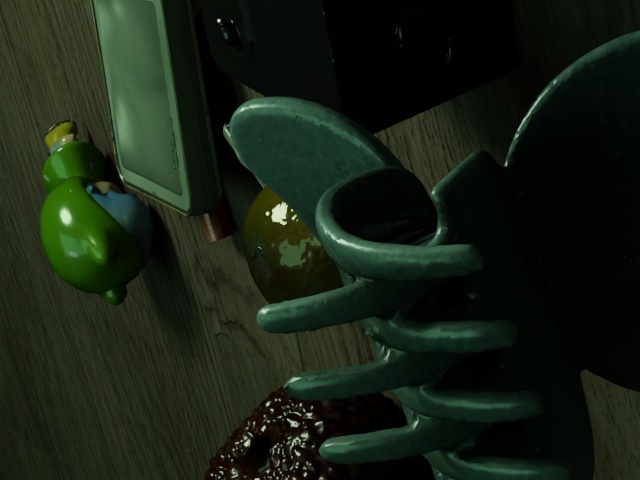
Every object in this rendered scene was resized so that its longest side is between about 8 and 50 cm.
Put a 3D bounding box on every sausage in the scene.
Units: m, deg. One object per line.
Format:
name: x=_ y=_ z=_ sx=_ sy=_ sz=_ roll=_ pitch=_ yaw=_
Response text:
sausage: x=-0.136 y=-0.064 z=2.050 sx=0.034 sy=0.034 sz=0.129 roll=6 pitch=115 yaw=63

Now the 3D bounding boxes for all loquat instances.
loquat: x=0.000 y=0.000 z=1.696 sx=0.152 sy=0.152 sz=0.195 roll=64 pitch=163 yaw=4

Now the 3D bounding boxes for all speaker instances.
speaker: x=0.011 y=-0.245 z=1.400 sx=0.232 sy=0.184 sz=0.254 roll=34 pitch=142 yaw=51

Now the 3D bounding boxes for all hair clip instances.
hair clip: x=0.107 y=0.061 z=1.251 sx=0.392 sy=0.238 sz=0.318 roll=-6 pitch=123 yaw=28

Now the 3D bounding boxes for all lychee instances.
lychee: x=0.002 y=0.270 z=1.825 sx=0.260 sy=0.260 sz=0.261 roll=46 pitch=149 yaw=38

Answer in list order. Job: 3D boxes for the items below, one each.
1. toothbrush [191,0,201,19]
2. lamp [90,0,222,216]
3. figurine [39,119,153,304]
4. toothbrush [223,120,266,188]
toothbrush: x=-0.133 y=-0.259 z=1.880 sx=0.204 sy=0.022 sz=0.017 roll=131 pitch=126 yaw=-64
lamp: x=-0.194 y=-0.175 z=1.995 sx=0.269 sy=0.047 sz=0.267 roll=25 pitch=127 yaw=63
figurine: x=-0.309 y=-0.039 z=2.317 sx=0.162 sy=0.143 sz=0.263 roll=92 pitch=157 yaw=-50
toothbrush: x=0.014 y=0.022 z=1.805 sx=0.040 sy=0.042 sz=0.418 roll=-50 pitch=61 yaw=29
